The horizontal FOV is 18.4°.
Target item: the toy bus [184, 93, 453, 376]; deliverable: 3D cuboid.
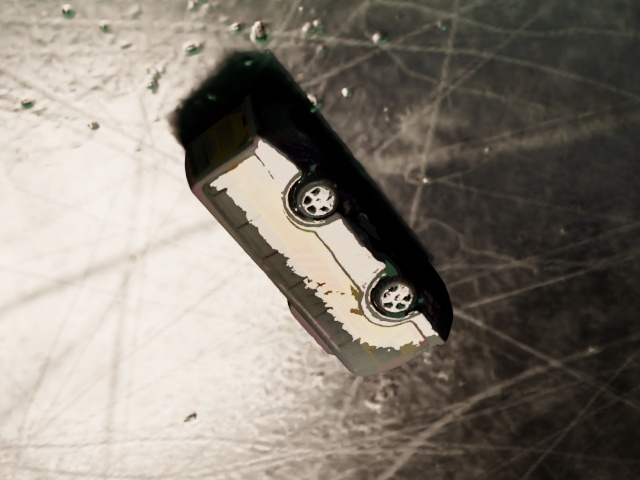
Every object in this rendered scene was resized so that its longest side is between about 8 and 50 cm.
[{"bbox_3d":[0.000,0.000,1.056,0.072,0.057,0.172,-33,121,13],"label":"toy bus"}]
